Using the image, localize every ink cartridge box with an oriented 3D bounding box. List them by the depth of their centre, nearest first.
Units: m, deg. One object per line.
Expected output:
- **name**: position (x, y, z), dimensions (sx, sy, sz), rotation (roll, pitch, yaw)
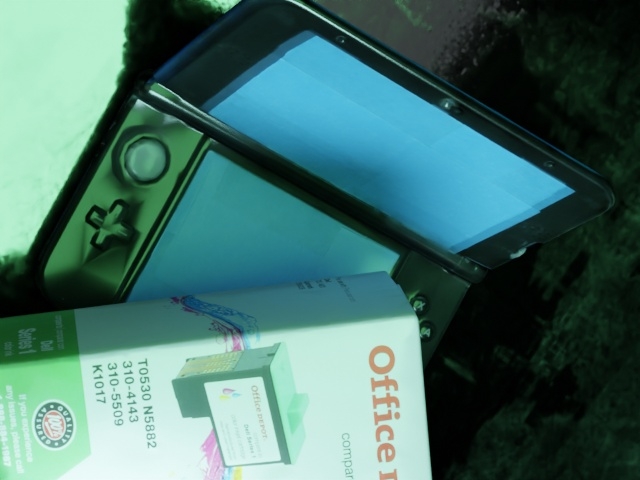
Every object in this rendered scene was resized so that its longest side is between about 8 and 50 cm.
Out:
- **ink cartridge box**: position (-0.070, 0.143, 1.286), dimensions (0.278, 0.117, 0.201), rotation (-7, 102, -7)

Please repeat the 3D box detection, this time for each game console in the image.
- **game console**: position (0.000, 0.000, 1.332), dimensions (0.293, 0.173, 0.250), rotation (29, 89, -21)
